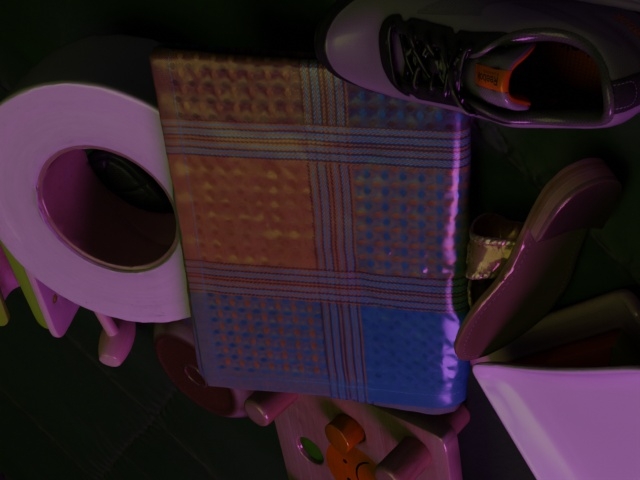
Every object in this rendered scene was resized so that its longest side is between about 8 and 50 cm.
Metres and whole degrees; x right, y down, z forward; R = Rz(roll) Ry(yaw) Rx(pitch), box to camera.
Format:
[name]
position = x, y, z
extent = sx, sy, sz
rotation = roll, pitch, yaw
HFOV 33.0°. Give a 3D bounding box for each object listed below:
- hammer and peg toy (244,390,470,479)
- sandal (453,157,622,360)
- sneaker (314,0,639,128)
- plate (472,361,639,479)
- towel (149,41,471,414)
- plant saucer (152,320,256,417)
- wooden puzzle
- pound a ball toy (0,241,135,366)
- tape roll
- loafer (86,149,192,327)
[hammer and peg toy]
position = 0.065, 0.298, 1.218
extent = 0.266, 0.127, 0.361
rotation = 19, 134, 37
[sandal]
position = 0.160, 0.000, 0.878
extent = 0.079, 0.088, 0.240
rotation = 65, 150, 30
[sneaker]
position = 0.103, -0.129, 0.723
extent = 0.272, 0.108, 0.100
rotation = 11, 124, 35
[plate]
position = 0.264, 0.203, 0.857
extent = 0.278, 0.045, 0.277
rotation = 57, 161, -6
[towel]
position = 0.000, 0.000, 0.959
extent = 0.272, 0.040, 0.370
rotation = 6, 127, 14
[plant saucer]
position = -0.156, 0.169, 1.433
extent = 0.199, 0.036, 0.198
rotation = 29, 145, 23
[wooden puzzle]
position = 0.251, 0.157, 0.956
extent = 0.221, 0.044, 0.239
rotation = 50, 148, -9
[pound a ball toy]
position = -0.369, 0.012, 1.439
extent = 0.208, 0.135, 0.319
rotation = 4, 134, 13
[tape roll]
position = -0.192, -0.056, 1.067
extent = 0.286, 0.100, 0.286
rotation = 10, 130, 12
[loafer]
position = -0.162, -0.010, 1.220
extent = 0.096, 0.084, 0.267
rotation = -23, 116, 23
